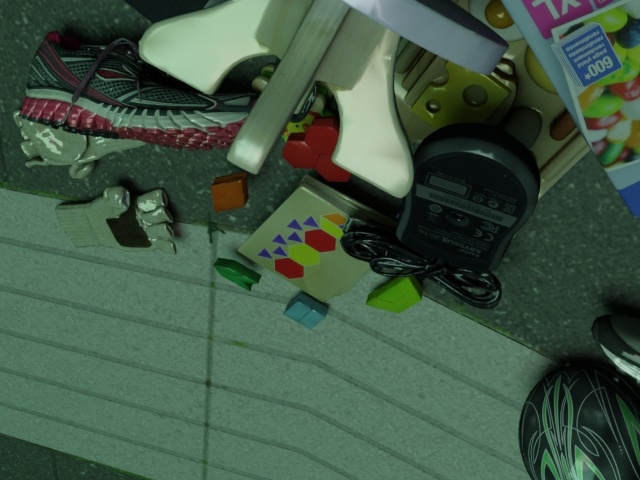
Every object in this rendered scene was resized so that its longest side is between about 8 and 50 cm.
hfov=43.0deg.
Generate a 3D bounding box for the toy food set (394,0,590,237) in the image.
[{"bbox_3d":[0.185,-0.152,0.752,0.220,0.092,0.306,35,132,-4],"label":"toy food set"}]

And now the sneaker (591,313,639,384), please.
[{"bbox_3d":[0.428,0.112,0.858,0.272,0.100,0.108,11,116,13],"label":"sneaker"}]

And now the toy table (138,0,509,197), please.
[{"bbox_3d":[-0.007,-0.162,0.660,0.274,0.252,0.160,34,113,6],"label":"toy table"}]

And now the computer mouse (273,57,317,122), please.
[{"bbox_3d":[0.014,-0.218,0.804,0.071,0.041,0.242,35,127,1],"label":"computer mouse"}]

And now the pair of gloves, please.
[{"bbox_3d":[-0.300,-0.080,1.078,0.204,0.042,0.240,2,126,25],"label":"pair of gloves"}]

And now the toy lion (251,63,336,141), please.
[{"bbox_3d":[-0.026,-0.140,0.909,0.100,0.034,0.096,19,139,11],"label":"toy lion"}]

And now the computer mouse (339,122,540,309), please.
[{"bbox_3d":[0.132,-0.038,0.804,0.189,0.072,0.272,23,151,3],"label":"computer mouse"}]

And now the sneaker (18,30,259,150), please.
[{"bbox_3d":[-0.203,-0.168,0.907,0.299,0.121,0.112,11,91,16],"label":"sneaker"}]

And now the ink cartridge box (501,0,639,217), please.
[{"bbox_3d":[0.283,-0.139,0.630,0.186,0.065,0.311,-30,128,21],"label":"ink cartridge box"}]

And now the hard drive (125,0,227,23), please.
[{"bbox_3d":[-0.132,-0.319,0.795,0.172,0.054,0.255,39,133,-8],"label":"hard drive"}]

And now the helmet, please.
[{"bbox_3d":[0.316,0.238,0.968,0.169,0.169,0.161,-17,134,35],"label":"helmet"}]

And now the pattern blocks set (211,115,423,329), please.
[{"bbox_3d":[0.000,0.000,0.976,0.285,0.026,0.325,38,138,-21],"label":"pattern blocks set"}]
